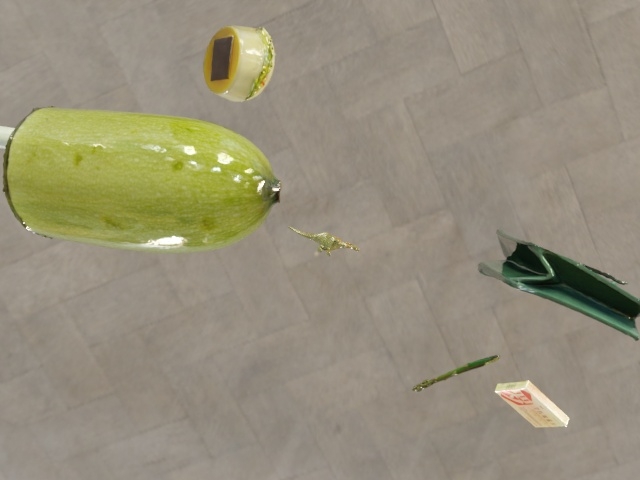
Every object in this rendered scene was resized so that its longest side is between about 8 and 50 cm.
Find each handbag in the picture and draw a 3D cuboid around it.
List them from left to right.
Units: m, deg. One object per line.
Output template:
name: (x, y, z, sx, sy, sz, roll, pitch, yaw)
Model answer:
handbag: (0.404, 0.070, 1.557, 0.238, 0.326, 0.089, 25, 93, -2)

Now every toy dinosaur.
toy dinosaur: (0.000, 0.001, 1.303, 0.113, 0.041, 0.026, 14, 109, 15)

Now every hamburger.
hamburger: (-0.127, -0.289, 1.509, 0.141, 0.081, 0.126, -19, 71, 48)

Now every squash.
squash: (-0.153, -0.055, 0.843, 0.247, 0.132, 0.132, 5, 116, 26)

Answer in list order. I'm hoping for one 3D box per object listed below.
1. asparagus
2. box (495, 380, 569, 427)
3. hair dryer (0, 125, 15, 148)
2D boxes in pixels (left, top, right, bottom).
asparagus: (0.197, 0.196, 1.362, 0.166, 0.013, 0.016, -29, 99, 38)
box: (0.292, 0.226, 1.273, 0.093, 0.015, 0.058, 41, 147, -20)
hair dryer: (-0.431, -0.140, 1.443, 0.236, 0.073, 0.131, 7, 135, -1)
